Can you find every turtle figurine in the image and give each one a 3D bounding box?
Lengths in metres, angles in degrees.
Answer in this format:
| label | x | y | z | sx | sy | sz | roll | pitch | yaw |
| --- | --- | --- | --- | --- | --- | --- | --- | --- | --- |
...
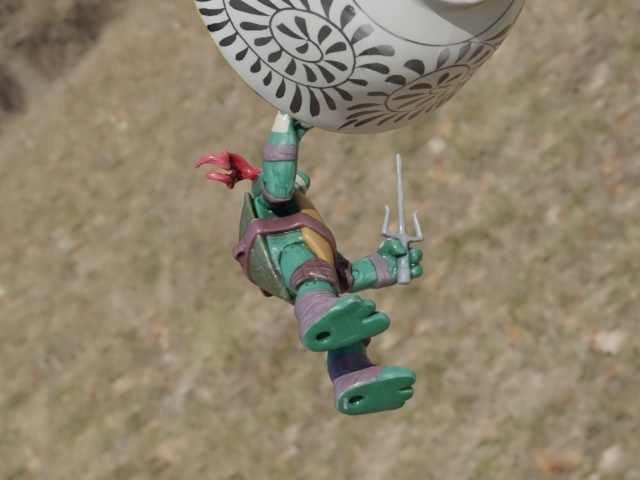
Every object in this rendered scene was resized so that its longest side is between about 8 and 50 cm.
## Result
| label | x | y | z | sx | sy | sz | roll | pitch | yaw |
| --- | --- | --- | --- | --- | --- | --- | --- | --- | --- |
| turtle figurine | 0.000 | 0.000 | 1.308 | 0.118 | 0.175 | 0.234 | -33 | 45 | 18 |

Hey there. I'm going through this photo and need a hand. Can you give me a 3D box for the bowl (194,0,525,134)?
| label | x | y | z | sx | sy | sz | roll | pitch | yaw |
| --- | --- | --- | --- | --- | --- | --- | --- | --- | --- |
| bowl | 0.035 | -0.130 | 0.791 | 0.170 | 0.170 | 0.080 | -35 | 18 | -29 |
